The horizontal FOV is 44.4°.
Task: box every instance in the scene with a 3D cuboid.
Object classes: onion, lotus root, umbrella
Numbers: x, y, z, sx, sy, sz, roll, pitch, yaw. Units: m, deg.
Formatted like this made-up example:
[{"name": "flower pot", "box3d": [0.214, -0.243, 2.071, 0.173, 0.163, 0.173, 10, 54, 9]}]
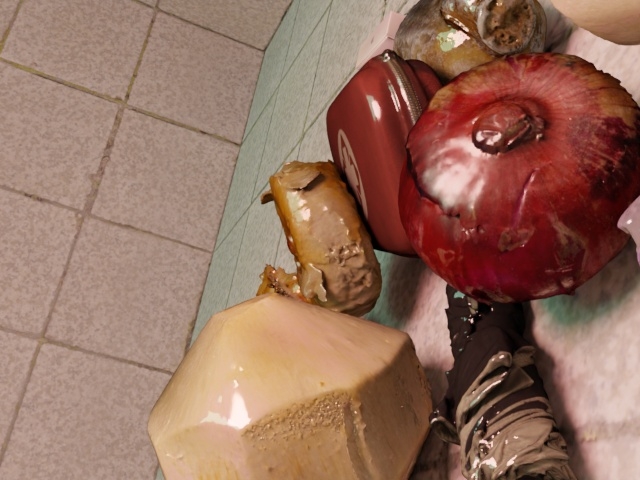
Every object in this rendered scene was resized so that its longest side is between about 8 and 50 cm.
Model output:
[{"name": "onion", "box3d": [0.187, -0.064, 0.741, 0.247, 0.190, 0.246, -13, 59, 23]}, {"name": "lotus root", "box3d": [0.191, -0.266, 1.059, 0.349, 0.175, 0.174, -121, 51, -73]}, {"name": "umbrella", "box3d": [0.164, 0.112, 0.808, 0.113, 0.106, 0.357, -41, 26, 25]}]

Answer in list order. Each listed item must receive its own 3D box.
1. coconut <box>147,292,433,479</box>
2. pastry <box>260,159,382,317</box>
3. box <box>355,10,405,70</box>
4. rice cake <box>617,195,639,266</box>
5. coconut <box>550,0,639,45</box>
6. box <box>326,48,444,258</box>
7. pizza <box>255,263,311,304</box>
[{"name": "coconut", "box3d": [-0.032, 0.224, 0.938, 0.352, 0.353, 0.352, -162, 90, -74]}, {"name": "pastry", "box3d": [0.000, 0.002, 1.133, 0.257, 0.121, 0.235, -136, 26, -76]}, {"name": "box", "box3d": [0.145, -0.311, 1.313, 0.129, 0.130, 0.051, 148, 137, -66]}, {"name": "rice cake", "box3d": [0.342, -0.105, 0.525, 0.064, 0.070, 0.399, -83, 19, -47]}, {"name": "coconut", "box3d": [0.290, -0.276, 0.641, 0.241, 0.241, 0.241, -162, 90, -74]}, {"name": "box", "box3d": [0.093, -0.104, 1.075, 0.404, 0.108, 0.263, -175, 69, -83]}, {"name": "pizza", "box3d": [-0.030, 0.185, 1.320, 0.439, 0.130, 0.406, 118, 152, -42]}]
